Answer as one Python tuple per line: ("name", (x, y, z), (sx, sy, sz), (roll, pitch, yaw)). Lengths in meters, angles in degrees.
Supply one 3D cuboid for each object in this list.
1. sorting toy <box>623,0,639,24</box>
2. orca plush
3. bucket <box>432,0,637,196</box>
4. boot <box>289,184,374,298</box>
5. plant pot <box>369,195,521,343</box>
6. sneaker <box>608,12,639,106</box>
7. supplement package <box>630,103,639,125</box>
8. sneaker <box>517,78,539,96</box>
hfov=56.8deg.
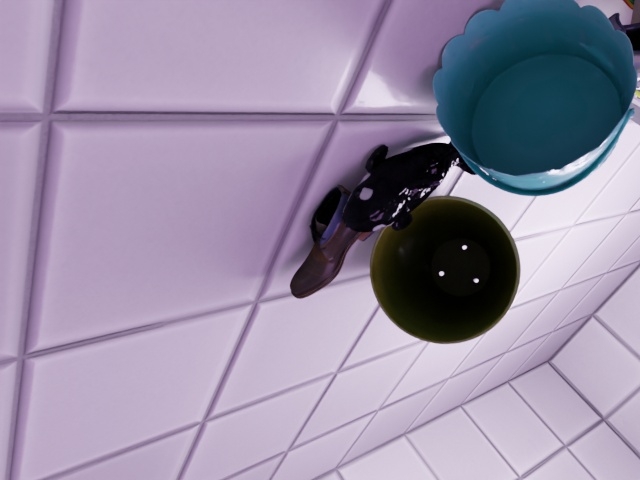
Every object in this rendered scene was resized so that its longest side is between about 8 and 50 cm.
("sorting toy", (0.609, -0.486, 0.995), (0.257, 0.089, 0.255), (-40, 150, 0))
("orca plush", (0.174, -0.089, 0.984), (0.287, 0.102, 0.151), (-16, 110, -32))
("bucket", (0.325, -0.205, 0.898), (0.281, 0.281, 0.183), (-47, 154, 13))
("boot", (0.000, 0.000, 1.016), (0.219, 0.082, 0.106), (-49, 134, 7))
("plant pot", (0.275, 0.056, 1.221), (0.274, 0.275, 0.293), (-47, 164, 14))
("sneaker", (0.567, -0.301, 1.015), (0.300, 0.111, 0.121), (4, 150, -21))
("supplement package", (0.714, -0.302, 1.196), (0.134, 0.244, 0.139), (-24, 147, -24))
("sneaker", (0.435, -0.269, 1.085), (0.276, 0.097, 0.135), (-19, 146, -28))
